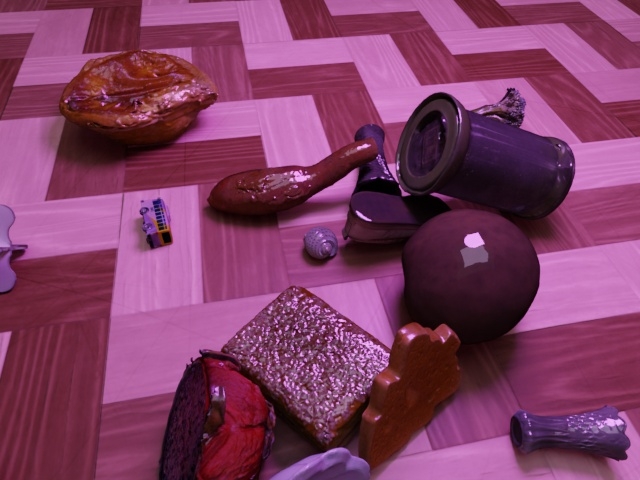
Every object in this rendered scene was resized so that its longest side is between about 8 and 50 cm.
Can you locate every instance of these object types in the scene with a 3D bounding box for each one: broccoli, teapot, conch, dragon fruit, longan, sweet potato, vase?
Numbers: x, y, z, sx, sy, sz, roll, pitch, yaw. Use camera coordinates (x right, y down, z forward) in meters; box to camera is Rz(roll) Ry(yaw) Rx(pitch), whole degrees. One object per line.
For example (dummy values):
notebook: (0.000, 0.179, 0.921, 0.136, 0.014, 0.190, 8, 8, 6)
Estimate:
broccoli: (0.435, -0.330, 1.257, 0.204, 0.118, 0.122, -5, 58, 14)
teapot: (0.336, -0.152, 1.000, 0.337, 0.270, 0.200, 11, 78, -23)
conch: (0.001, -0.002, 0.972, 0.076, 0.057, 0.085, -11, 50, -28)
dragon fruit: (-0.124, 0.272, 0.653, 0.148, 0.224, 0.218, 17, 7, -23)
longan: (0.247, 0.062, 0.822, 0.248, 0.248, 0.248, 1, 49, -1)
sweet potato: (-0.060, -0.122, 1.017, 0.385, 0.109, 0.109, -14, 49, 5)
vase: (0.370, 0.289, 0.719, 0.148, 0.081, 0.081, 1, 49, 3)
vase: (0.120, -0.174, 1.097, 0.115, 0.115, 0.237, 1, 46, -2)

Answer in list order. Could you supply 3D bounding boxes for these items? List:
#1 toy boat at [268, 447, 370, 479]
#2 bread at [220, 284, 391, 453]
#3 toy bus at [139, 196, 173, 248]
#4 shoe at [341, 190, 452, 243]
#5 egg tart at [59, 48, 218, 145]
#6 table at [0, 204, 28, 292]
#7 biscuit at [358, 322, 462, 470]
toy boat: (-0.049, 0.382, 0.572, 0.100, 0.199, 0.290, -1, 40, 50)
bread: (-0.013, 0.199, 0.761, 0.234, 0.110, 0.184, 34, 59, 27)
toy bus: (-0.341, -0.039, 0.989, 0.058, 0.052, 0.102, -13, 52, -16)
shoe: (0.168, -0.041, 0.988, 0.274, 0.098, 0.103, 2, 52, -26)
egg tart: (-0.455, -0.352, 1.191, 0.339, 0.153, 0.351, 36, 57, 27)
table: (-0.666, 0.015, 0.867, 0.198, 0.166, 0.166, 0, 48, -12)
biscuit: (0.127, 0.228, 0.705, 0.041, 0.212, 0.239, 29, 78, 44)
